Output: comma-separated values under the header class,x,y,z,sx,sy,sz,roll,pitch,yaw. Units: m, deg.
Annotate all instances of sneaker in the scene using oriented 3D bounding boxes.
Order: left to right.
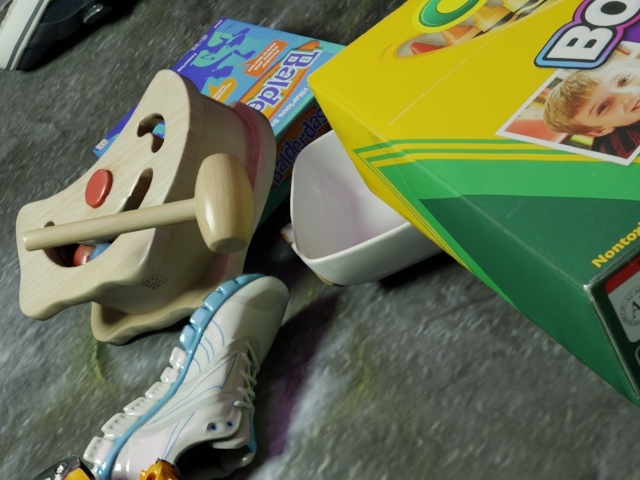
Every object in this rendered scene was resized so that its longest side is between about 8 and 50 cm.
class,x,y,z,sx,sy,sz,roll,pitch,yaw
sneaker,-0.201,-0.276,1.713,0.321,0.127,0.126,-55,18,25
sneaker,-0.063,0.104,1.122,0.083,0.071,0.191,18,60,32
sneaker,0.000,0.000,1.206,0.037,0.032,0.083,-40,31,0

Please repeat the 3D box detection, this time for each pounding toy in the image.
class,x,y,z,sx,sy,sz,roll,pitch,yaw
pounding toy,-0.136,-0.037,1.218,0.269,0.155,0.154,-21,55,46

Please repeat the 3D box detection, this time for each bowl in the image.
class,x,y,z,sx,sy,sz,roll,pitch,yaw
bowl,0.054,-0.032,1.164,0.142,0.053,0.142,-26,33,15

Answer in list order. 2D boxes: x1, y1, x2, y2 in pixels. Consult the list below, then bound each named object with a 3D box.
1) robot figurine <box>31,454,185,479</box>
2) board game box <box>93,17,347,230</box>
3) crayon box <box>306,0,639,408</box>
class,x,y,z,sx,sy,sz,roll,pitch,yaw
robot figurine,-0.155,0.249,0.983,0.211,0.085,0.291,12,57,42
board game box,-0.067,-0.093,1.384,0.160,0.047,0.210,-48,33,-14
crayon box,0.217,-0.113,0.995,0.363,0.106,0.313,-37,36,-8
